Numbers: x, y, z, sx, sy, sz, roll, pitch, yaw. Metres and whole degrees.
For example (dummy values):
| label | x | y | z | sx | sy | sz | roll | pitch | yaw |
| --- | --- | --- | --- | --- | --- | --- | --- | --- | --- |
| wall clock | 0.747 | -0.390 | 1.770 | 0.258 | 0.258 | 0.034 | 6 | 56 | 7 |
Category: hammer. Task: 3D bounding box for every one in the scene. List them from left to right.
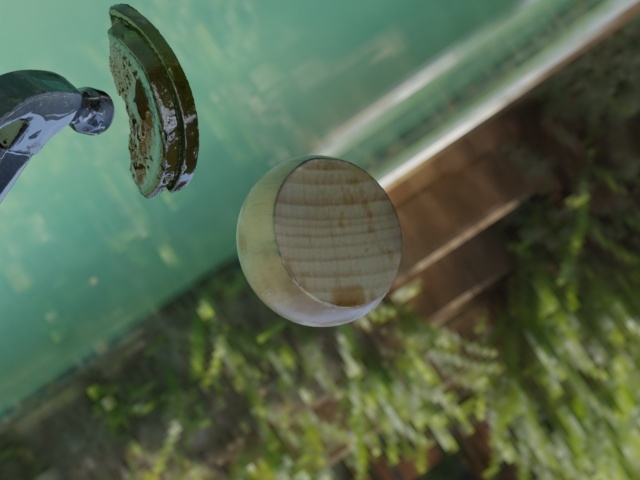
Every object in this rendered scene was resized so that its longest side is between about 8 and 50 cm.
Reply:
| label | x | y | z | sx | sy | sz | roll | pitch | yaw |
| --- | --- | --- | --- | --- | --- | --- | --- | --- | --- |
| hammer | -0.251 | 0.013 | 1.183 | 0.290 | 0.037 | 0.137 | -55 | 157 | 12 |

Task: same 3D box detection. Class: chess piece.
| label | x | y | z | sx | sy | sz | roll | pitch | yaw |
| --- | --- | --- | --- | --- | --- | --- | --- | --- | --- |
| chess piece | 0.000 | 0.000 | 0.880 | 0.083 | 0.084 | 0.038 | -32 | -174 | -37 |

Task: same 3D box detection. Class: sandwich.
| label | x | y | z | sx | sy | sz | roll | pitch | yaw |
| --- | --- | --- | --- | --- | --- | --- | --- | --- | --- |
| sandwich | -0.117 | -0.095 | 1.242 | 0.029 | 0.135 | 0.067 | -26 | -165 | -37 |
